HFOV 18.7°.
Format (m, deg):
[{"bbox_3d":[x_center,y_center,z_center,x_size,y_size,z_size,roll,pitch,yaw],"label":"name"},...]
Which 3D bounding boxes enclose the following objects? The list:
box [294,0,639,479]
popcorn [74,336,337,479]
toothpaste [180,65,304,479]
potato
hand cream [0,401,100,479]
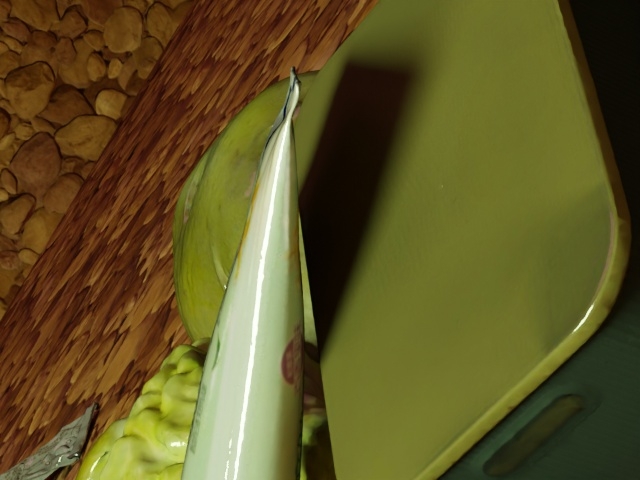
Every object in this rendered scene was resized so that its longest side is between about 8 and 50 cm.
[{"bbox_3d":[0.071,-0.006,0.655,0.144,0.090,0.201,-49,34,34],"label":"box"},{"bbox_3d":[-0.037,0.107,0.849,0.126,0.125,0.145,-40,30,25],"label":"popcorn"},{"bbox_3d":[-0.031,0.097,0.682,0.058,0.056,0.314,16,102,43],"label":"toothpaste"},{"bbox_3d":[-0.005,-0.002,0.969,0.154,0.137,0.200,-52,3,-20],"label":"potato"},{"bbox_3d":[-0.284,0.243,1.705,0.257,0.050,0.084,-49,10,19],"label":"hand cream"}]
